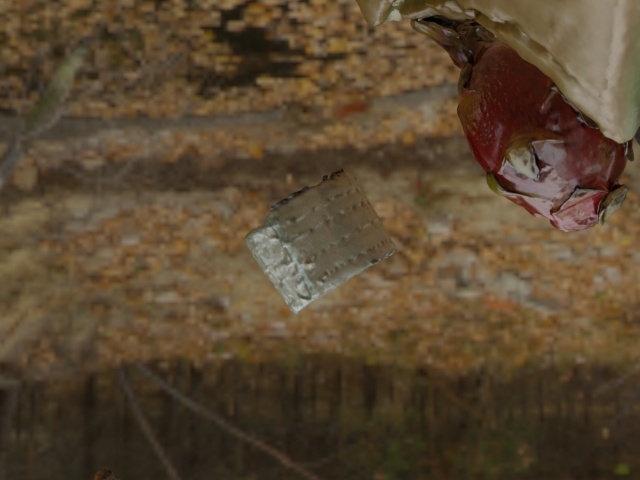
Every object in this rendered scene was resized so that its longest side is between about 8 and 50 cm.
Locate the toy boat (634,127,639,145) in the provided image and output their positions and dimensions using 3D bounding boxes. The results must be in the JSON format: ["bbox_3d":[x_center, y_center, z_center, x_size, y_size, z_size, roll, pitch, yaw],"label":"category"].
[{"bbox_3d":[0.149,-0.050,0.581,0.038,0.038,0.083,-1,-169,2],"label":"toy boat"}]

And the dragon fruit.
[{"bbox_3d":[0.146,-0.114,1.092,0.125,0.246,0.125,-5,137,-45],"label":"dragon fruit"}]

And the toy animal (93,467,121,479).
[{"bbox_3d":[-0.271,0.274,1.195,0.255,0.114,0.116,3,132,-46],"label":"toy animal"}]

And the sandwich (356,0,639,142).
[{"bbox_3d":[0.023,-0.161,0.427,0.063,0.245,0.212,-27,142,-26],"label":"sandwich"}]

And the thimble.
[{"bbox_3d":[0.000,0.000,1.255,0.102,0.090,0.115,-33,177,43],"label":"thimble"}]
